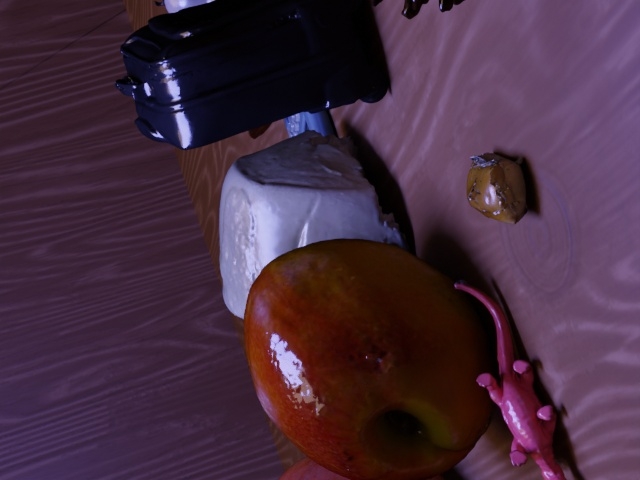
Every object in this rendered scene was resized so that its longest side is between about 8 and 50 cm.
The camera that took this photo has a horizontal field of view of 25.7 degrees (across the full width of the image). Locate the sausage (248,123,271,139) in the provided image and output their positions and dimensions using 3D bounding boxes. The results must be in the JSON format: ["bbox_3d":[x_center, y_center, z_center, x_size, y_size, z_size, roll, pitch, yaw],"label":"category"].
[{"bbox_3d":[-0.134,-0.336,2.421,0.097,0.094,0.348,64,-169,-65],"label":"sausage"}]

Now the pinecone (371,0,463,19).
[{"bbox_3d":[0.076,-0.345,1.347,0.292,0.246,0.246,49,161,14],"label":"pinecone"}]

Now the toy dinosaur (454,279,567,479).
[{"bbox_3d":[0.241,0.188,1.720,0.286,0.070,0.139,68,-171,27],"label":"toy dinosaur"}]

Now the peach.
[{"bbox_3d":[0.059,0.151,1.850,0.372,0.372,0.290,53,127,57],"label":"peach"}]

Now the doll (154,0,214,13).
[{"bbox_3d":[-0.149,-0.457,2.339,0.144,0.208,0.271,89,-164,-51],"label":"doll"}]

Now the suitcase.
[{"bbox_3d":[-0.115,-0.247,1.984,0.345,0.339,0.188,-145,35,-69],"label":"suitcase"}]

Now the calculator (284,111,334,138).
[{"bbox_3d":[-0.023,-0.191,2.333,0.188,0.042,0.303,100,151,-62],"label":"calculator"}]

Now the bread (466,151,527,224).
[{"bbox_3d":[0.194,-0.057,1.562,0.106,0.053,0.072,-134,33,-75],"label":"bread"}]

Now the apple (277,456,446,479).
[{"bbox_3d":[0.069,0.486,2.156,0.364,0.364,0.364,163,90,-77],"label":"apple"}]

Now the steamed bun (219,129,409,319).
[{"bbox_3d":[0.000,0.000,2.085,0.272,0.273,0.290,17,121,53],"label":"steamed bun"}]
